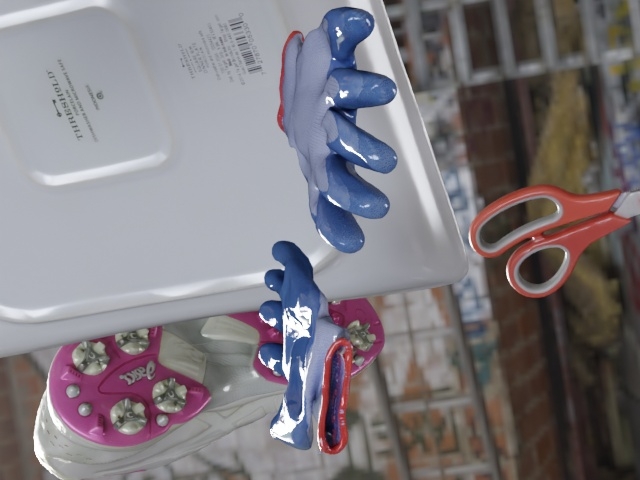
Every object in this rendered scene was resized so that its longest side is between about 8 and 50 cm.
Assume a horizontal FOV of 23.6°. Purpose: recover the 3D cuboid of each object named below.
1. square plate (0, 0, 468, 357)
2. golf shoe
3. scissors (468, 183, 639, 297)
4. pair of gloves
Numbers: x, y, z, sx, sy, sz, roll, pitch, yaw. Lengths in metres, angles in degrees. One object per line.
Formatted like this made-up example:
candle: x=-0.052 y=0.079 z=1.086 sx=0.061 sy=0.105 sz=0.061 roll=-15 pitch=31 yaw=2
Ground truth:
square plate: x=-0.128 y=-0.089 z=0.841 sx=0.344 sy=0.347 sz=0.049 roll=-10 pitch=-153 yaw=21
golf shoe: x=-0.089 y=0.104 z=1.192 sx=0.306 sy=0.115 sz=0.140 roll=-12 pitch=154 yaw=-36
scissors: x=0.280 y=-0.040 z=1.408 sx=0.297 sy=0.109 sz=0.021 roll=-28 pitch=-163 yaw=21
pair of gloves: x=0.000 y=0.000 z=0.642 sx=0.023 sy=0.198 sz=0.159 roll=2 pitch=-168 yaw=-12
